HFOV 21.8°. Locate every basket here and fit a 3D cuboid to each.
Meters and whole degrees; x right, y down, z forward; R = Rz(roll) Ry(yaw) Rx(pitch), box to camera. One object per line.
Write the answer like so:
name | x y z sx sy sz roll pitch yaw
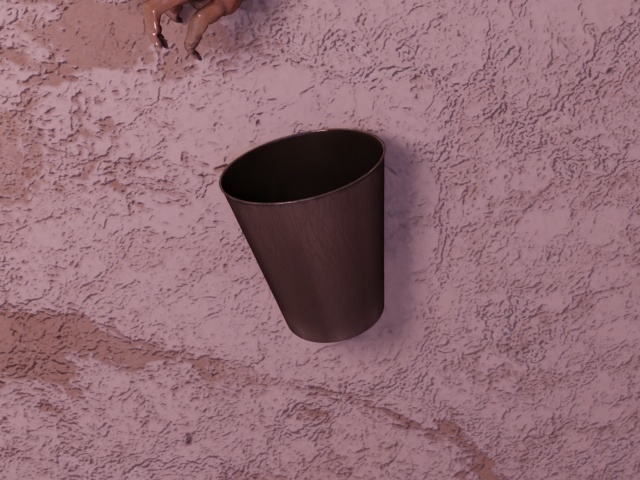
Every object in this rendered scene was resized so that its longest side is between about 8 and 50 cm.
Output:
basket | 0.000 0.000 2.050 0.204 0.154 0.227 -15 124 -1

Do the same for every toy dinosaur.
toy dinosaur | -0.132 -0.316 1.819 0.200 0.127 0.296 -54 149 15
